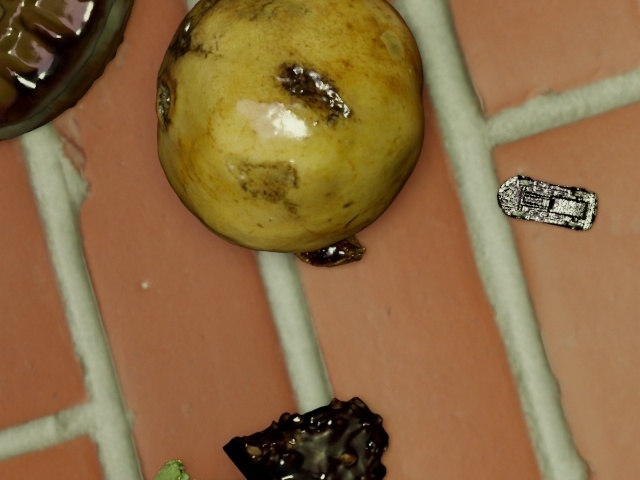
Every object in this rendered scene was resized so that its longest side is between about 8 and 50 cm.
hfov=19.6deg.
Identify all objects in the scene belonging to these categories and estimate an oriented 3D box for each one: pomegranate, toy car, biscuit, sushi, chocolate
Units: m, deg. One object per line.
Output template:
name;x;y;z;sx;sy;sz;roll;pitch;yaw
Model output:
pomegranate;-0.031;-0.115;1.684;0.260;0.260;0.260;-1;87;17
toy car;0.209;-0.035;1.714;0.093;0.025;0.041;13;90;14
biscuit;-0.326;-0.245;1.845;0.268;0.115;0.366;38;100;16
sushi;0.000;0.000;1.767;0.099;0.047;0.050;21;97;20
chocolate;0.002;0.202;1.723;0.133;0.156;0.156;-42;76;-6

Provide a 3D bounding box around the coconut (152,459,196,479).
coconut;-0.112;0.292;1.786;0.158;0.055;0.133;18;92;19
